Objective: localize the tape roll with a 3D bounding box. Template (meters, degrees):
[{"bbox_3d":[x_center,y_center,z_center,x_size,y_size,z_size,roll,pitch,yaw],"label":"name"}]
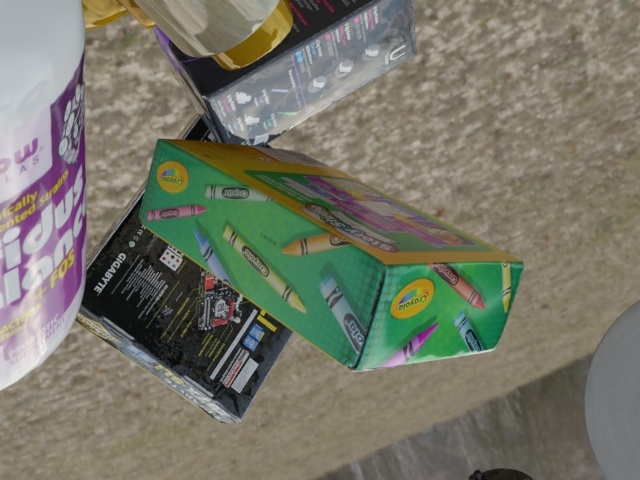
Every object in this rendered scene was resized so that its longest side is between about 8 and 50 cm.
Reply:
[{"bbox_3d":[0.327,0.142,0.699,0.219,0.219,0.072,-25,154,10],"label":"tape roll"}]

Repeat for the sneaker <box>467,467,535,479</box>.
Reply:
[{"bbox_3d":[0.135,0.347,0.821,0.097,0.135,0.276,2,-150,44],"label":"sneaker"}]

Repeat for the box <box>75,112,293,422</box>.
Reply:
[{"bbox_3d":[-0.131,0.023,1.089,0.079,0.257,0.322,-21,-146,59],"label":"box"}]

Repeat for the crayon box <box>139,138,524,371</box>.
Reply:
[{"bbox_3d":[0.000,0.000,0.700,0.165,0.278,0.081,0,112,-45],"label":"crayon box"}]

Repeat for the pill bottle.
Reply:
[{"bbox_3d":[-0.193,-0.059,0.396,0.169,0.169,0.301,-13,148,-23],"label":"pill bottle"}]

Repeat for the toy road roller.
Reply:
[{"bbox_3d":[-0.185,-0.271,0.773,0.240,0.329,0.202,-32,136,14],"label":"toy road roller"}]

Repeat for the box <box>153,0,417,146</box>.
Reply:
[{"bbox_3d":[-0.041,-0.247,1.022,0.270,0.165,0.143,-31,154,-6],"label":"box"}]
